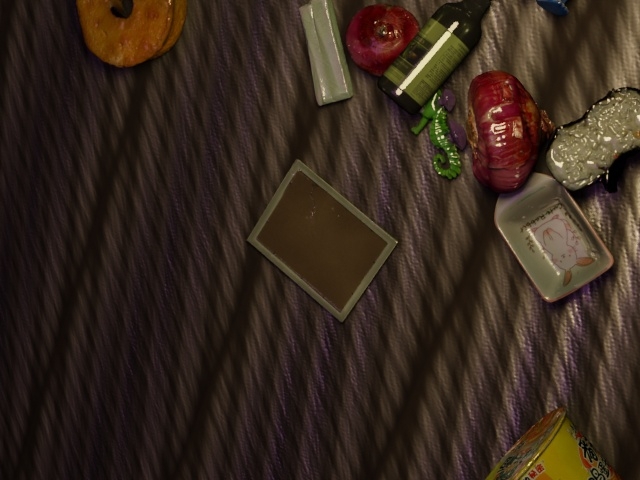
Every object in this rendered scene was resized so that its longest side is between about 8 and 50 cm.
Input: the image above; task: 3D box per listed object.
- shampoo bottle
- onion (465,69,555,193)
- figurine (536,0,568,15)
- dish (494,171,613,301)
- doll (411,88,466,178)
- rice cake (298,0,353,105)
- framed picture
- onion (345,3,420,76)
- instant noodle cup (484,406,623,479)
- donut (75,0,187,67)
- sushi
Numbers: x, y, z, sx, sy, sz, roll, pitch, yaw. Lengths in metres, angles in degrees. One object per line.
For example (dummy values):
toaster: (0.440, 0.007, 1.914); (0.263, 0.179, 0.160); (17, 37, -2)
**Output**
shampoo bottle: (0.232, -0.374, 1.821); (0.101, 0.101, 0.284); (43, 99, 16)
onion: (0.350, -0.199, 1.755); (0.164, 0.230, 0.229); (0, 98, -1)
figurine: (0.451, -0.528, 1.694); (0.262, 0.120, 0.164); (-40, 104, 4)
dish: (0.434, -0.017, 1.799); (0.154, 0.064, 0.234); (-36, 81, 27)
doll: (0.234, -0.213, 1.883); (0.115, 0.050, 0.190); (-21, 88, 52)
rice cake: (0.008, -0.395, 1.981); (0.080, 0.042, 0.221); (-11, 93, 33)
framed picture: (0.000, 0.000, 2.056); (0.293, 0.018, 0.231); (41, 114, 17)
onion: (0.119, -0.394, 1.867); (0.150, 0.140, 0.150); (2, 100, 10)
instant noodle cup: (0.437, 0.472, 1.774); (0.200, 0.264, 0.264); (43, 114, 8)
donut: (-0.422, -0.543, 2.149); (0.303, 0.110, 0.302); (6, 102, 28)
sushi: (0.511, -0.172, 1.704); (0.212, 0.115, 0.147); (-44, 73, 20)
